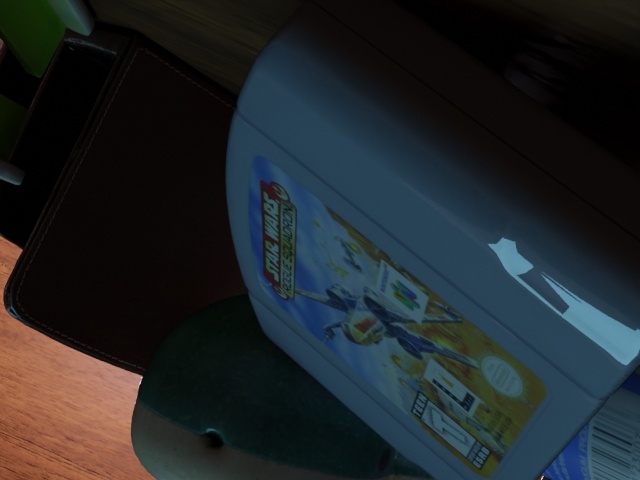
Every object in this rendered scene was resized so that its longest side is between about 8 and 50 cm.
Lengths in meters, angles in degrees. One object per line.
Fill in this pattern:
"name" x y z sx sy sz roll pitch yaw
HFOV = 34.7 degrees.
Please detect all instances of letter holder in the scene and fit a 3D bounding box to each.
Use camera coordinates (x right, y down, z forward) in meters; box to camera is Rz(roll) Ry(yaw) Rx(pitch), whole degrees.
"letter holder" -0.127 -0.010 0.817 0.152 0.214 0.302 21 175 42

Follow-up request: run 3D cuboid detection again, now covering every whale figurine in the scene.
"whale figurine" -0.014 0.110 0.729 0.216 0.141 0.272 17 -179 21

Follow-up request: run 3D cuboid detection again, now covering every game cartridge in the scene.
"game cartridge" 0.041 0.024 0.476 0.198 0.062 0.297 35 156 15

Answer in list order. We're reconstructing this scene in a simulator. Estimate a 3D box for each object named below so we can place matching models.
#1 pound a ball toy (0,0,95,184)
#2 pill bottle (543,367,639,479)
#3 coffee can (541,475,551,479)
"pound a ball toy" -0.239 -0.087 0.528 0.136 0.208 0.319 24 177 -2
"pill bottle" 0.153 0.067 0.625 0.152 0.152 0.272 28 175 -41
"coffee can" 0.290 0.200 0.793 0.201 0.201 0.275 23 -171 21
